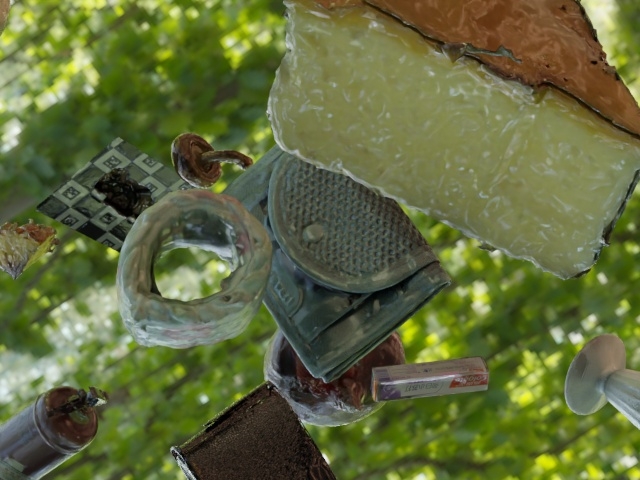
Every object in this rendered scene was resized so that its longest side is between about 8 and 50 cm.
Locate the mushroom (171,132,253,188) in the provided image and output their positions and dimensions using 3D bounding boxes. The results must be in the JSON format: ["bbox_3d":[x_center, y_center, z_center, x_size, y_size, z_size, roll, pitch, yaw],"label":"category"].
[{"bbox_3d":[-0.172,-0.117,2.159,0.088,0.130,0.072,-81,5,-54],"label":"mushroom"}]

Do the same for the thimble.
[{"bbox_3d":[-0.169,0.046,1.765,0.185,0.211,0.149,43,160,10],"label":"thimble"}]

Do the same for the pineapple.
[{"bbox_3d":[-0.387,0.008,1.846,0.114,0.114,0.077,-21,-81,-59],"label":"pineapple"}]

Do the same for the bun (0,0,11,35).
[{"bbox_3d":[-0.648,-0.410,2.350,0.244,0.153,0.243,36,-150,-25],"label":"bun"}]

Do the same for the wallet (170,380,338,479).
[{"bbox_3d":[-0.102,0.406,2.396,0.262,0.221,0.071,57,152,-2],"label":"wallet"}]

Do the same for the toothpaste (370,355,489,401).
[{"bbox_3d":[0.181,0.229,2.290,0.040,0.196,0.047,-115,24,-58],"label":"toothpaste"}]

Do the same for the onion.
[{"bbox_3d":[0.032,0.246,2.601,0.272,0.272,0.195,54,-177,-27],"label":"onion"}]

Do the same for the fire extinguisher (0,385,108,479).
[{"bbox_3d":[-0.419,0.290,2.026,0.138,0.344,0.102,-11,-111,-57],"label":"fire extinguisher"}]

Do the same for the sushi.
[{"bbox_3d":[-0.316,-0.078,2.217,0.215,0.192,0.050,33,-151,-41],"label":"sushi"}]

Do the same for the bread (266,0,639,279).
[{"bbox_3d":[0.139,-0.107,1.360,0.279,0.315,0.248,61,148,34],"label":"bread"}]

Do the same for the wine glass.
[{"bbox_3d":[0.456,0.223,1.947,0.196,0.165,0.165,26,162,44],"label":"wine glass"}]

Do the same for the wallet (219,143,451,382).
[{"bbox_3d":[0.000,0.000,1.950,0.342,0.237,0.075,55,-173,28],"label":"wallet"}]
